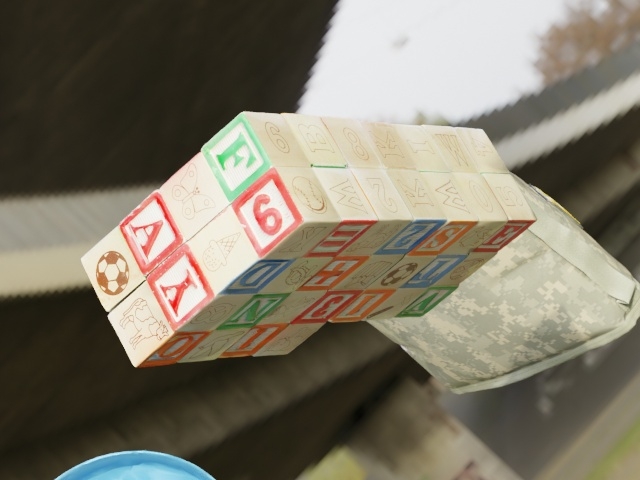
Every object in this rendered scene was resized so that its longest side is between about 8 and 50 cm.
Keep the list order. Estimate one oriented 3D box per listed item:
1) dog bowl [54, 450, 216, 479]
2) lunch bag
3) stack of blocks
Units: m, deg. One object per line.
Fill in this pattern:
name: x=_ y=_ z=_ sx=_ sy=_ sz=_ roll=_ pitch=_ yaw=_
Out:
dog bowl: x=-0.086 y=0.277 z=1.182 sx=0.166 sy=0.297 sz=0.074 roll=-25 pitch=-17 yaw=5
lunch bag: x=0.170 y=0.019 z=1.965 sx=0.287 sy=0.235 sz=0.169 roll=-18 pitch=39 yaw=54
stack of blocks: x=0.000 y=0.000 z=1.344 sx=0.171 sy=0.087 sz=0.297 roll=-41 pitch=-22 yaw=29
